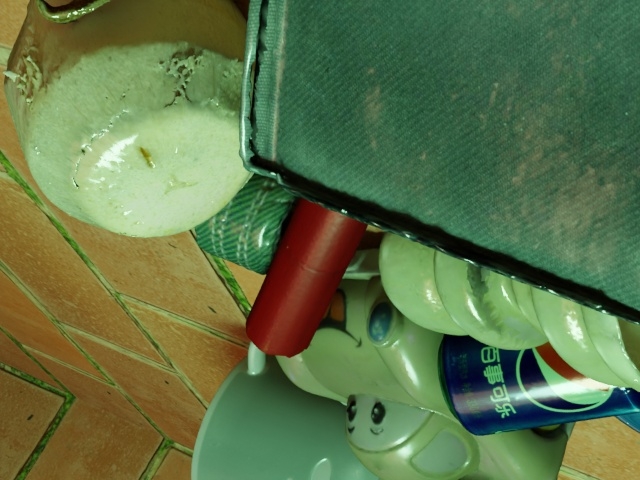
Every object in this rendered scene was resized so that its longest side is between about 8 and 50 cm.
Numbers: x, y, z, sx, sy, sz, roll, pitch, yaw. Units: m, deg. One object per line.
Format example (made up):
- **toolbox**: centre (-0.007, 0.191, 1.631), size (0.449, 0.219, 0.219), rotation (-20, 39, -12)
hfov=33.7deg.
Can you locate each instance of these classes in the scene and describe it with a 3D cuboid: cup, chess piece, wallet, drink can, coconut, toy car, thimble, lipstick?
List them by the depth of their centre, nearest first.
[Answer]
- **wallet**: centre (0.110, -0.098, 0.655), size (0.342, 0.075, 0.237), rotation (21, 118, 24)
- **chess piece**: centre (0.176, 0.021, 0.856), size (0.182, 0.182, 0.330), rotation (41, 161, -26)
- **coconut**: centre (-0.153, -0.125, 0.867), size (0.234, 0.224, 0.224), rotation (58, 173, 32)
- **drink can**: centre (0.217, 0.110, 0.968), size (0.205, 0.118, 0.118), rotation (-16, 135, 28)
- **lipstick**: centre (0.000, 0.001, 0.981), size (0.073, 0.073, 0.279), rotation (28, 132, 4)
- **thimble**: centre (-0.063, -0.028, 1.068), size (0.090, 0.118, 0.135), rotation (26, 155, 13)
- **toy car**: centre (0.099, 0.178, 1.168), size (0.336, 0.226, 0.242), rotation (43, 154, -30)
- **cup**: centre (-0.002, 0.279, 1.532), size (0.275, 0.259, 0.356), rotation (18, 124, 24)

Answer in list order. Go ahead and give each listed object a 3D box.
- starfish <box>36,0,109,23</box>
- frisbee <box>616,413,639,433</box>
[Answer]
- **starfish**: centre (-0.157, -0.230, 0.746), size (0.074, 0.146, 0.190), rotation (-5, -177, -40)
- **frisbee**: centre (0.378, 0.181, 1.079), size (0.242, 0.045, 0.242), rotation (26, 157, 12)
